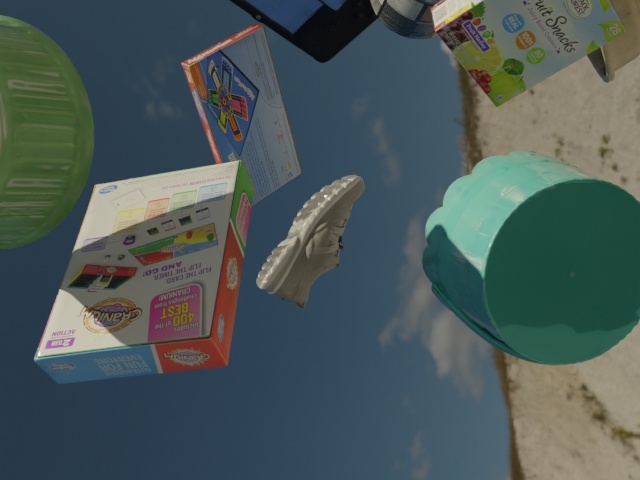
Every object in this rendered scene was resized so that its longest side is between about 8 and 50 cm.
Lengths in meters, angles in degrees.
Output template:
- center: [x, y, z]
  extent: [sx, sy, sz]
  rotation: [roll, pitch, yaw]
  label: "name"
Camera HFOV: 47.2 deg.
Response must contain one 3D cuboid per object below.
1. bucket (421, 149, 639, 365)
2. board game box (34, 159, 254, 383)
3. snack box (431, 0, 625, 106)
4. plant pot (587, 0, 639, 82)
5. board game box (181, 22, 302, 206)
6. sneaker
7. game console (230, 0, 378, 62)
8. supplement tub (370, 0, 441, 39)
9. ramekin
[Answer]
- center: [0.293, 0.023, 0.978]
  extent: [0.183, 0.281, 0.281]
  rotation: [-127, 26, -73]
  label: "bucket"
- center: [-0.229, 0.035, 1.009]
  extent: [0.064, 0.242, 0.317]
  rotation: [69, -161, -46]
  label: "board game box"
- center: [0.289, -0.309, 1.026]
  extent: [0.174, 0.207, 0.070]
  rotation: [38, -145, -35]
  label: "snack box"
- center: [0.541, -0.469, 1.164]
  extent: [0.334, 0.305, 0.334]
  rotation: [54, -158, -34]
  label: "plant pot"
- center: [-0.119, -0.191, 1.194]
  extent: [0.145, 0.027, 0.281]
  rotation: [-37, -46, -26]
  label: "board game box"
- center: [0.000, 0.000, 1.384]
  extent: [0.115, 0.105, 0.281]
  rotation: [39, -96, -17]
  label: "sneaker"
- center: [-0.052, -0.558, 1.532]
  extent: [0.386, 0.342, 0.060]
  rotation: [30, -126, -22]
  label: "game console"
- center: [0.192, -0.473, 1.249]
  extent: [0.316, 0.193, 0.194]
  rotation: [-153, 60, -87]
  label: "supplement tub"
- center: [-0.447, -0.132, 0.887]
  extent: [0.148, 0.303, 0.304]
  rotation: [-21, -73, -75]
  label: "ramekin"
